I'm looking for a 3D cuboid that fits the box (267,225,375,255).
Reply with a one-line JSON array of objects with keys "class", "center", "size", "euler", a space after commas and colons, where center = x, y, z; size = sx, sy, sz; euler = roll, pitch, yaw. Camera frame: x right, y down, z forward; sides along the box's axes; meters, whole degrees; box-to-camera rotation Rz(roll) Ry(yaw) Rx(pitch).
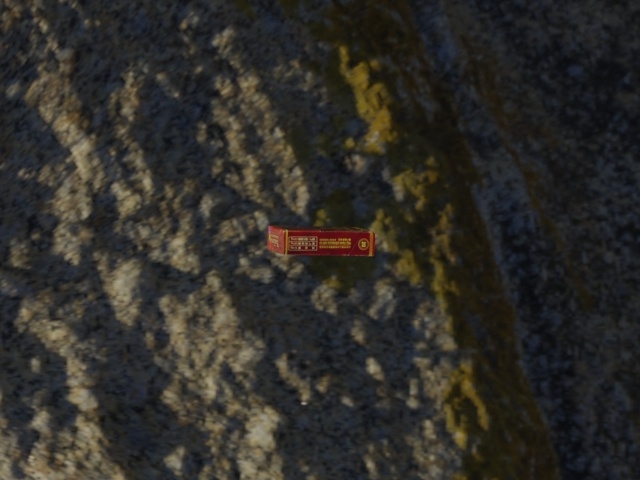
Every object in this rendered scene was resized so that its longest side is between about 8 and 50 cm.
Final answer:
[{"class": "box", "center": [0.000, 0.000, 0.931], "size": [0.082, 0.051, 0.023], "euler": [1, 96, -18]}]
